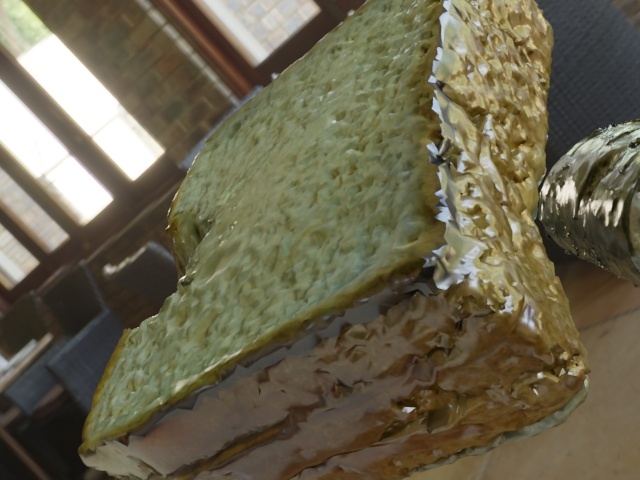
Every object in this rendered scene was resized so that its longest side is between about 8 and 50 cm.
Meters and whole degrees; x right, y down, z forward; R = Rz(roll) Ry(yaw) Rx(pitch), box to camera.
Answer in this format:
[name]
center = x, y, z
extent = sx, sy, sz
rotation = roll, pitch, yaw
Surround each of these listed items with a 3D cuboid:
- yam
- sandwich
[yam]
center = 0.194, -0.021, 0.538
extent = 0.107, 0.107, 0.183
rotation = -41, 4, 7
[sandwich]
center = 0.001, 0.001, 0.471
extent = 0.249, 0.095, 0.273
rotation = -31, 31, 32
